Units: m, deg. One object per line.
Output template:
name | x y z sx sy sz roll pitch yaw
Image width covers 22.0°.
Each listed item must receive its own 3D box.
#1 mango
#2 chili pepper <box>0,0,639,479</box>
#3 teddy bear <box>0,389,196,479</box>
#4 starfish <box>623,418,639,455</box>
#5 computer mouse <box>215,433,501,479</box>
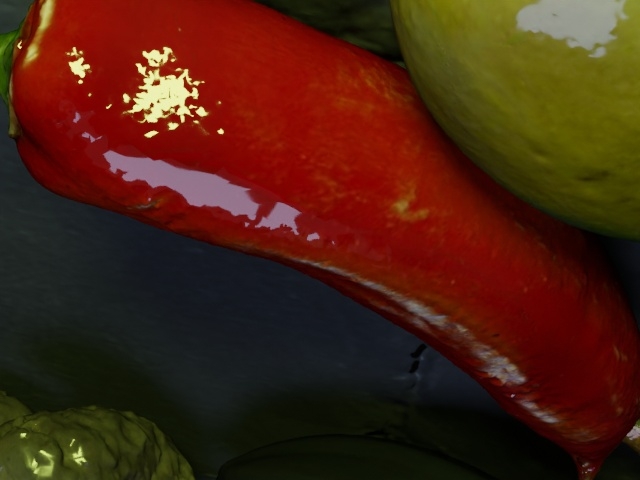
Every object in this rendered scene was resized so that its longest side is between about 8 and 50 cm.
mango | 0.103 -0.055 0.504 0.195 0.092 0.130 24 141 -33
chili pepper | 0.008 -0.001 0.587 0.368 0.092 0.137 31 133 -23
teddy bear | -0.142 0.154 0.826 0.190 0.140 0.177 -5 102 36
starfish | 0.258 0.136 0.729 0.293 0.084 0.301 13 148 -6
computer mouse | 0.077 0.163 0.773 0.270 0.086 0.137 31 157 16
